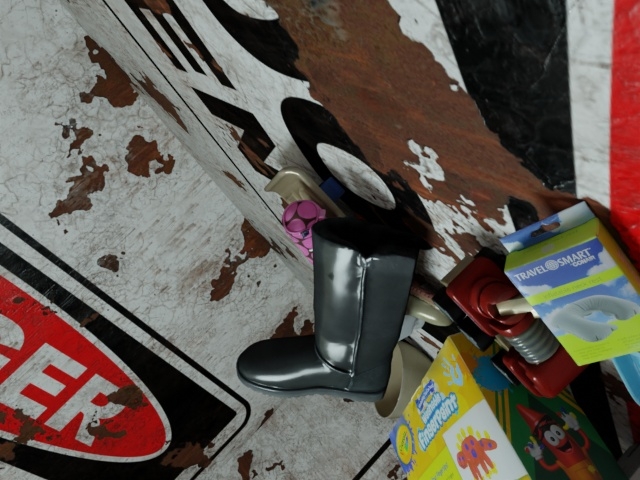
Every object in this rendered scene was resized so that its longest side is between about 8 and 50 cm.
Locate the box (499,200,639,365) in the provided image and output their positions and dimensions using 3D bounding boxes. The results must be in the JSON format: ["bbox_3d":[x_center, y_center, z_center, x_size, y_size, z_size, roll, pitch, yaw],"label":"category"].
[{"bbox_3d":[0.289,0.053,0.594,0.109,0.042,0.178,-31,107,40],"label":"box"}]

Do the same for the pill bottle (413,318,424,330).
[{"bbox_3d":[0.243,0.213,1.532,0.067,0.067,0.120,47,170,-12],"label":"pill bottle"}]

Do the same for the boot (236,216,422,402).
[{"bbox_3d":[-0.002,0.152,1.130,0.146,0.367,0.445,-87,1,-48],"label":"boot"}]

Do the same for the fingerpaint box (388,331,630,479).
[{"bbox_3d":[0.318,0.421,0.989,0.444,0.163,0.371,101,151,-48],"label":"fingerpaint box"}]

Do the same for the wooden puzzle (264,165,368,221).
[{"bbox_3d":[0.035,-0.052,1.287,0.348,0.080,0.322,41,171,-8],"label":"wooden puzzle"}]

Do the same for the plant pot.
[{"bbox_3d":[0.329,0.514,1.981,0.191,0.284,0.284,10,178,-14],"label":"plant pot"}]

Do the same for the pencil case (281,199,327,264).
[{"bbox_3d":[0.000,0.000,1.165,0.209,0.098,0.095,51,-151,-54],"label":"pencil case"}]

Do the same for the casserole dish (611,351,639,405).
[{"bbox_3d":[0.444,0.187,0.687,0.188,0.037,0.114,49,169,-29],"label":"casserole dish"}]

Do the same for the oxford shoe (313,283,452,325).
[{"bbox_3d":[0.143,0.156,1.277,0.397,0.146,0.140,12,171,46],"label":"oxford shoe"}]

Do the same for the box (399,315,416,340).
[{"bbox_3d":[0.168,0.172,1.446,0.170,0.091,0.130,38,133,37],"label":"box"}]

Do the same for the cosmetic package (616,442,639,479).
[{"bbox_3d":[0.569,0.444,0.902,0.151,0.151,0.183,41,169,26],"label":"cosmetic package"}]

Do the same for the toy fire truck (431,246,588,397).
[{"bbox_3d":[0.300,0.114,0.737,0.217,0.158,0.246,47,180,-8],"label":"toy fire truck"}]
